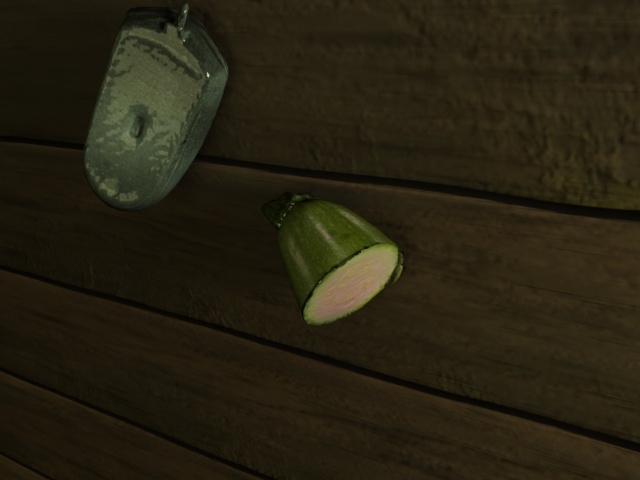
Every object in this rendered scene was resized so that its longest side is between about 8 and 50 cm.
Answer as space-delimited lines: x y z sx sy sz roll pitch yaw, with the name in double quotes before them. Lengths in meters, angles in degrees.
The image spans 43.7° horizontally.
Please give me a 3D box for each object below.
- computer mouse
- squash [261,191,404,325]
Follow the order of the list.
"computer mouse" -0.159 -0.129 0.765 0.113 0.068 0.229 31 120 -1
"squash" -0.004 -0.006 0.704 0.132 0.105 0.105 54 137 29
